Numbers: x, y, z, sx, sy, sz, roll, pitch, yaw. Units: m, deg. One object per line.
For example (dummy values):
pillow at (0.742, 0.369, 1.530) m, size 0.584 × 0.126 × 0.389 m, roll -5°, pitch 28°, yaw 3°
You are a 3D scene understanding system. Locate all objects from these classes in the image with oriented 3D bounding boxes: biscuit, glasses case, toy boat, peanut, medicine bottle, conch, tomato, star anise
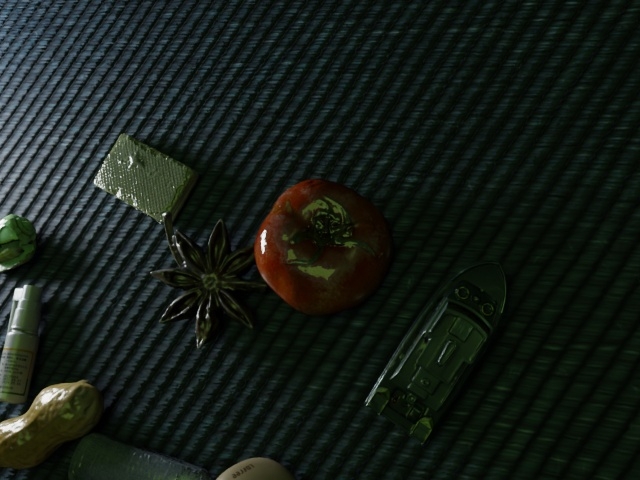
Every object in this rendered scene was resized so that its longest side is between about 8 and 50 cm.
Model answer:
biscuit at (-0.334, -0.118, 1.554) m, size 0.199 × 0.040 × 0.121 m, roll 27°, pitch 84°, yaw 27°
glasses case at (-0.304, 0.405, 1.369) m, size 0.282 × 0.067 × 0.109 m, roll 11°, pitch 82°, yaw 22°
toy boat at (0.188, 0.154, 1.221) m, size 0.114 × 0.122 × 0.296 m, roll 34°, pitch 85°, yaw 1°
peanut at (-0.494, 0.333, 1.448) m, size 0.263 × 0.101 × 0.117 m, roll -36°, pitch 22°, yaw 11°
medicine bottle at (-0.575, 0.196, 1.547) m, size 0.092 × 0.061 × 0.221 m, roll -5°, pitch 70°, yaw 40°
conch at (-0.621, 0.020, 1.611) m, size 0.170 × 0.079 × 0.106 m, roll -37°, pitch 58°, yaw 25°
tomato at (0.000, 0.000, 1.336) m, size 0.236 × 0.095 × 0.237 m, roll -3°, pitch 69°, yaw 8°
star anise at (-0.196, 0.062, 1.422) m, size 0.230 × 0.081 × 0.262 m, roll -40°, pitch 75°, yaw 6°

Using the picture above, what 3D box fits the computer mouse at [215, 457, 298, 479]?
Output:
computer mouse at (-0.069, 0.434, 1.232) m, size 0.145 × 0.082 × 0.236 m, roll -20°, pitch 56°, yaw -30°
